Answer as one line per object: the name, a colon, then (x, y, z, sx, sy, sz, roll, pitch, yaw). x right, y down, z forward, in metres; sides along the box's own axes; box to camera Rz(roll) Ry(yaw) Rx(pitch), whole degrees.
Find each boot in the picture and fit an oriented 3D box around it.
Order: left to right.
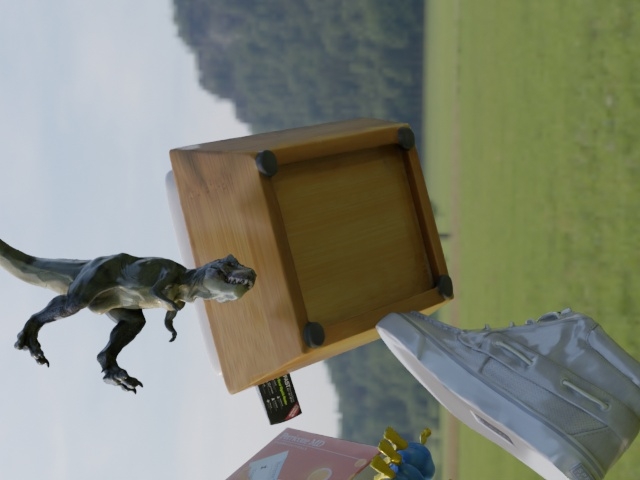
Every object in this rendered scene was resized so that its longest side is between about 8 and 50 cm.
boot: (0.168, 0.104, 1.119, 0.123, 0.258, 0.095, -45, -42, -11)

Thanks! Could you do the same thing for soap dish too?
soap dish: (0.000, 0.000, 1.277, 0.291, 0.118, 0.228, -15, -88, -49)

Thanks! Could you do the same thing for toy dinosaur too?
toy dinosaur: (-0.182, 0.053, 1.077, 0.064, 0.268, 0.118, 70, -149, -60)

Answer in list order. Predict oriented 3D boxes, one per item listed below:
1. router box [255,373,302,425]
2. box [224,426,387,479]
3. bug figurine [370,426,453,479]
router box: (-0.060, 0.120, 1.396, 0.092, 0.038, 0.122, -120, 13, -57)
box: (-0.066, 0.406, 1.614, 0.345, 0.215, 0.168, -37, -68, -31)
bug figurine: (0.117, 0.286, 1.038, 0.072, 0.279, 0.216, -43, 7, 44)
